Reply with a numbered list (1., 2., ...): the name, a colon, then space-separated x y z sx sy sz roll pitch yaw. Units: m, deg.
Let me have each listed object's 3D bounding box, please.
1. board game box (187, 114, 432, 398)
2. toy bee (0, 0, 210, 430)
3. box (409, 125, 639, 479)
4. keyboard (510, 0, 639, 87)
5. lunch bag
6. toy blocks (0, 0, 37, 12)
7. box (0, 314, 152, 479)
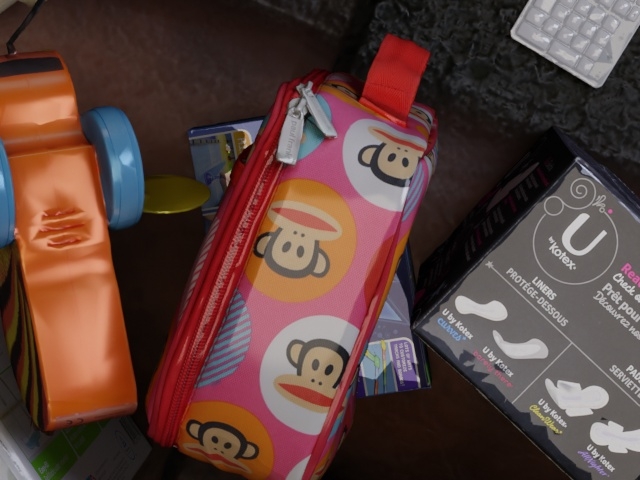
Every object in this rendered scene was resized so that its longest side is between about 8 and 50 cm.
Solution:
1. board game box: -0.006 0.011 1.303 0.136 0.035 0.201 -8 96 5
2. toy bee: -0.158 -0.047 1.106 0.195 0.162 0.298 13 88 -21
3. box: 0.163 0.037 1.187 0.163 0.247 0.142 43 99 -2
4. keyboard: 0.222 -0.228 1.268 0.072 0.014 0.256 31 98 0
5. lunch bag: 0.000 0.000 1.135 0.120 0.293 0.258 22 98 1
6. toy blocks: -0.160 -0.320 1.210 0.260 0.309 0.288 -42 106 -24
7. box: -0.235 0.099 1.218 0.127 0.262 0.231 -34 94 8
